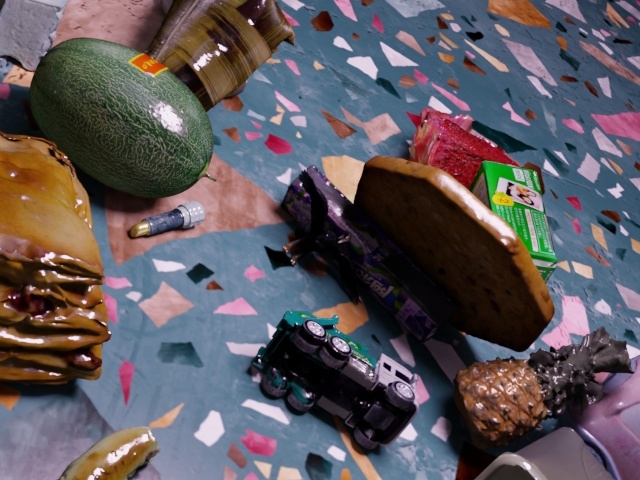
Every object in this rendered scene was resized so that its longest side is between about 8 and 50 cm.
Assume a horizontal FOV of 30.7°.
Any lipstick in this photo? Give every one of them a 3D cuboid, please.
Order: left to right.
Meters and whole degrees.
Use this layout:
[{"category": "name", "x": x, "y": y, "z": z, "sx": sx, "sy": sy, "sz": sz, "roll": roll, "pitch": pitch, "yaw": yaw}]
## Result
[{"category": "lipstick", "x": -0.214, "y": -0.027, "z": 1.612, "sx": 0.116, "sy": 0.037, "sz": 0.037, "roll": -18, "pitch": 63, "yaw": -43}]

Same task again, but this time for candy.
[{"category": "candy", "x": 0.068, "y": 0.020, "z": 1.736, "sx": 0.312, "sy": 0.088, "sz": 0.061, "roll": 44, "pitch": 61, "yaw": 9}]

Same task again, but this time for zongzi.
[{"category": "zongzi", "x": -0.225, "y": -0.302, "z": 1.809, "sx": 0.286, "sy": 0.134, "sz": 0.288, "roll": -42, "pitch": 44, "yaw": -16}]

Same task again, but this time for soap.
[{"category": "soap", "x": -0.415, "y": -0.384, "z": 1.734, "sx": 0.094, "sy": 0.150, "sz": 0.261, "roll": 19, "pitch": 40, "yaw": -15}]

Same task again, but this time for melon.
[{"category": "melon", "x": -0.262, "y": -0.160, "z": 1.593, "sx": 0.288, "sy": 0.182, "sz": 0.182, "roll": 37, "pitch": 37, "yaw": -1}]

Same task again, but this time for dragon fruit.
[{"category": "dragon fruit", "x": 0.236, "y": -0.135, "z": 2.024, "sx": 0.274, "sy": 0.126, "sz": 0.161, "roll": 20, "pitch": 30, "yaw": -36}]

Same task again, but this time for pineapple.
[{"category": "pineapple", "x": 0.312, "y": 0.201, "z": 1.631, "sx": 0.248, "sy": 0.128, "sz": 0.128, "roll": -19, "pitch": 56, "yaw": -5}]

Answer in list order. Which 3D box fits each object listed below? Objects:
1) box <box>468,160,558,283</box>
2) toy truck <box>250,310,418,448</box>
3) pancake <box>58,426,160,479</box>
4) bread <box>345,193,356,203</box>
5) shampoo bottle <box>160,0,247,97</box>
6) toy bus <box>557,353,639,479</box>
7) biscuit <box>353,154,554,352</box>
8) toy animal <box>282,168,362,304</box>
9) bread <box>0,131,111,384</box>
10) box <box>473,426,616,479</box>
[{"category": "box", "x": 0.284, "y": 0.009, "z": 1.856, "sx": 0.103, "sy": 0.180, "sz": 0.250, "roll": 12, "pitch": 41, "yaw": -12}, {"category": "toy truck", "x": 0.026, "y": 0.169, "z": 1.541, "sx": 0.216, "sy": 0.110, "sz": 0.116, "roll": 32, "pitch": 26, "yaw": -6}, {"category": "pancake", "x": -0.213, "y": 0.344, "z": 1.206, "sx": 0.197, "sy": 0.054, "sz": 0.376, "roll": 18, "pitch": 42, "yaw": -24}, {"category": "bread", "x": 0.094, "y": -0.054, "z": 1.847, "sx": 0.109, "sy": 0.080, "sz": 0.084, "roll": 23, "pitch": 37, "yaw": -22}, {"category": "shampoo bottle", "x": -0.195, "y": -0.332, "z": 1.928, "sx": 0.086, "sy": 0.056, "sz": 0.227, "roll": -4, "pitch": 53, "yaw": -27}, {"category": "toy bus", "x": 0.509, "y": 0.284, "z": 1.697, "sx": 0.294, "sy": 0.232, "sz": 0.197, "roll": 46, "pitch": 38, "yaw": 11}, {"category": "biscuit", "x": 0.185, "y": 0.018, "z": 1.661, "sx": 0.359, "sy": 0.359, "sz": 0.046, "roll": 43, "pitch": 68, "yaw": 8}, {"category": "toy animal", "x": 0.000, "y": 0.000, "z": 1.699, "sx": 0.220, "sy": 0.108, "sz": 0.062, "roll": 64, "pitch": 33, "yaw": -16}, {"category": "bread", "x": -0.373, "y": -0.003, "z": 1.349, "sx": 0.278, "sy": 0.167, "sz": 0.324, "roll": 9, "pitch": 47, "yaw": -32}, {"category": "box", "x": 0.343, "y": 0.384, "z": 1.546, "sx": 0.274, "sy": 0.138, "sz": 0.178, "roll": 50, "pitch": 34, "yaw": 16}]
